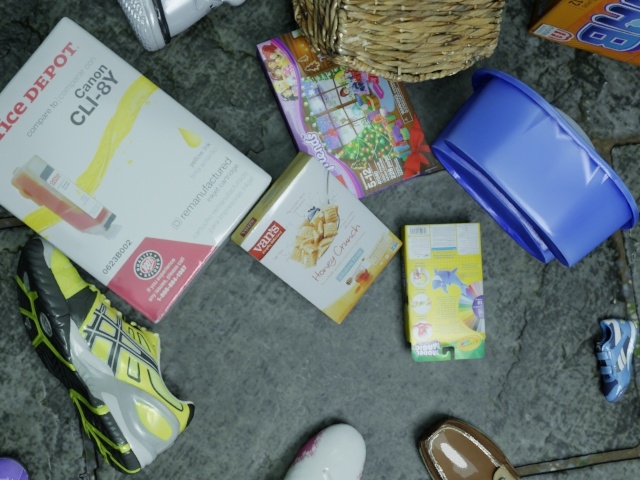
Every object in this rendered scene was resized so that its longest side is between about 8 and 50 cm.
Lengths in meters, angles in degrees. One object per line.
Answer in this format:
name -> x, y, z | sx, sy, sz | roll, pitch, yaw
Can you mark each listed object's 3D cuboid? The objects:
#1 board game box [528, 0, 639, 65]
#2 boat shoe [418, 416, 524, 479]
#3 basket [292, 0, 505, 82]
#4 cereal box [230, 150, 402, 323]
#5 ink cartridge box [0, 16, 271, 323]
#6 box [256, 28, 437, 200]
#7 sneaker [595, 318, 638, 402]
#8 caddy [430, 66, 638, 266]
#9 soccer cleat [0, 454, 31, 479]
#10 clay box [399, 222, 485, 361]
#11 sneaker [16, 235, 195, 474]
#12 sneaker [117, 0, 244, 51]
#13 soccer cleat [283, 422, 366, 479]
board game box -> 0.574, -0.474, 1.140 | 0.356, 0.356, 0.356 | 16, 89, -3
boat shoe -> 0.293, 0.421, 1.225 | 0.122, 0.120, 0.324 | -43, 92, -6
basket -> 0.107, -0.370, 1.200 | 0.299, 0.223, 0.213 | -9, 117, -27
cereal box -> 0.000, 0.000, 1.192 | 0.240, 0.047, 0.173 | 40, 86, -36
ink cartridge box -> -0.308, -0.099, 1.167 | 0.385, 0.160, 0.279 | 38, 85, -3
box -> 0.042, -0.214, 1.257 | 0.201, 0.057, 0.293 | -23, 90, -6
sneaker -> 0.487, 0.199, 1.289 | 0.059, 0.053, 0.144 | 13, 78, -6
caddy -> 0.336, -0.117, 1.193 | 0.179, 0.241, 0.341 | -45, 93, -1
soccer cleat -> -0.578, 0.441, 1.141 | 0.318, 0.116, 0.108 | -33, 91, -6
clay box -> 0.200, 0.083, 1.264 | 0.127, 0.053, 0.222 | -2, 89, -6
sneaker -> -0.339, 0.162, 1.186 | 0.147, 0.145, 0.384 | -28, 88, -37
sneaker -> -0.259, -0.501, 1.204 | 0.210, 0.137, 0.366 | -24, 95, -7
soccer cleat -> -0.034, 0.436, 1.181 | 0.116, 0.143, 0.331 | 37, 85, -3
